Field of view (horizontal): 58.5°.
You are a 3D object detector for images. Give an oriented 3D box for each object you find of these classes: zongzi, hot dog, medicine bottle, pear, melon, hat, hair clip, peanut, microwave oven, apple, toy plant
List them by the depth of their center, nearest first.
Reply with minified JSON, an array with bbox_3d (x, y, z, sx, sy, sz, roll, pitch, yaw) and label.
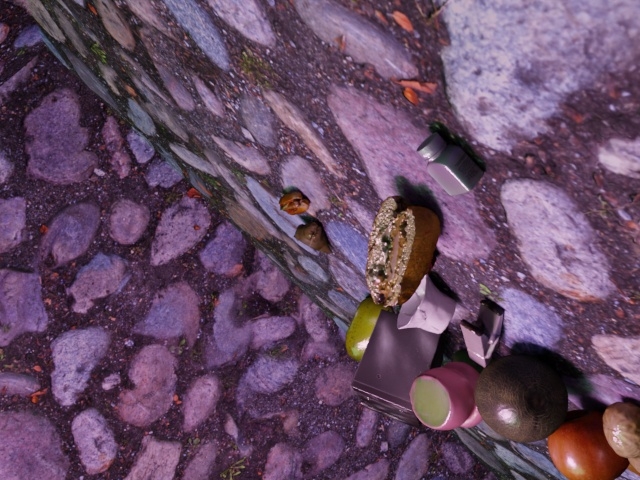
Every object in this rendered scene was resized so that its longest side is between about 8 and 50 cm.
[{"bbox_3d":[0.238,-0.143,1.068,0.118,0.055,0.074,43,167,-10],"label":"medicine bottle"},{"bbox_3d":[0.778,0.495,1.412,0.110,0.120,0.236,-22,115,32],"label":"peanut"},{"bbox_3d":[0.727,0.554,1.564,0.235,0.211,0.173,139,110,-85],"label":"apple"},{"bbox_3d":[0.554,0.435,1.594,0.237,0.237,0.301,40,172,8],"label":"melon"},{"bbox_3d":[0.470,0.277,1.643,0.085,0.101,0.330,29,163,30],"label":"hair clip"},{"bbox_3d":[0.325,0.203,1.712,0.126,0.203,0.203,24,167,-5],"label":"hat"},{"bbox_3d":[0.459,0.480,1.877,0.317,0.357,0.210,43,130,44],"label":"toy plant"},{"bbox_3d":[-0.101,-0.127,2.042,0.092,0.062,0.236,40,168,-8],"label":"hot dog"},{"bbox_3d":[0.000,0.000,2.141,0.176,0.078,0.160,35,168,-16],"label":"zongzi"},{"bbox_3d":[0.308,0.489,2.161,0.237,0.374,0.432,17,160,19],"label":"microwave oven"},{"bbox_3d":[0.206,0.390,2.415,0.160,0.292,0.292,23,159,28],"label":"pear"}]

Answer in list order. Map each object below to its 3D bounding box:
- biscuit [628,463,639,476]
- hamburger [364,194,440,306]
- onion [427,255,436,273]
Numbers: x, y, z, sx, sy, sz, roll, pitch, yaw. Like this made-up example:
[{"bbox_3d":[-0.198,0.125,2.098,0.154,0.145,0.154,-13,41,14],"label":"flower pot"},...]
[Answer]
[{"bbox_3d":[0.948,0.666,1.648,0.240,0.035,0.158,50,167,-27],"label":"biscuit"},{"bbox_3d":[0.199,0.024,1.387,0.144,0.157,0.282,29,121,35],"label":"hamburger"},{"bbox_3d":[0.202,0.030,1.535,0.198,0.135,0.173,49,162,-20],"label":"onion"}]
